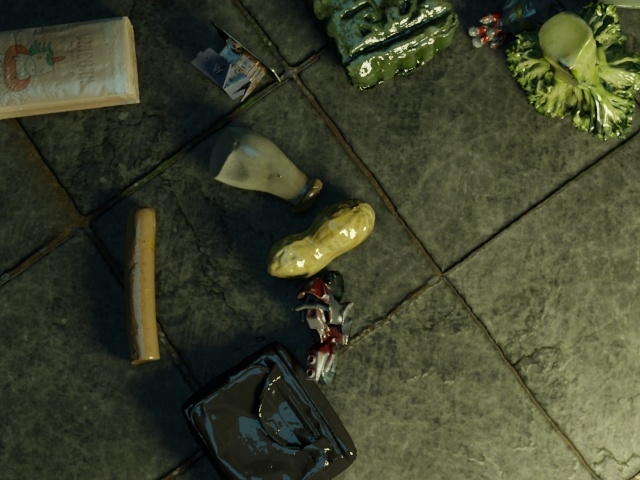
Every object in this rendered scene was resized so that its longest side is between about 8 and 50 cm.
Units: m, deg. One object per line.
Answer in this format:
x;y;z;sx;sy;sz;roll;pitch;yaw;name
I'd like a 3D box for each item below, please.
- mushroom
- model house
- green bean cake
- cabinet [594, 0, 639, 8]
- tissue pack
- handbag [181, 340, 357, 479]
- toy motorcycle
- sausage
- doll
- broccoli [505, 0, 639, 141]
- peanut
-0.103;-0.138;1.812;0.225;0.093;0.116;22;98;-2;mushroom
-0.170;-0.332;1.830;0.167;0.117;0.088;40;90;6;model house
0.113;-0.440;1.820;0.241;0.132;0.255;-26;80;-4;green bean cake
0.607;-0.538;1.755;0.150;0.206;0.145;5;81;5;cabinet
-0.529;-0.339;1.877;0.325;0.071;0.170;-6;79;4;tissue pack
-0.096;0.349;1.736;0.244;0.088;0.275;-33;79;-5;handbag
0.004;0.157;1.738;0.082;0.122;0.213;-2;80;36;toy motorcycle
-0.341;0.082;1.804;0.066;0.066;0.301;-4;79;4;sausage
0.372;-0.427;1.828;0.180;0.079;0.094;-25;109;7;doll
0.435;-0.331;1.669;0.221;0.361;0.252;-26;61;18;broccoli
0.000;0.000;1.769;0.229;0.098;0.103;-35;124;-5;peanut
